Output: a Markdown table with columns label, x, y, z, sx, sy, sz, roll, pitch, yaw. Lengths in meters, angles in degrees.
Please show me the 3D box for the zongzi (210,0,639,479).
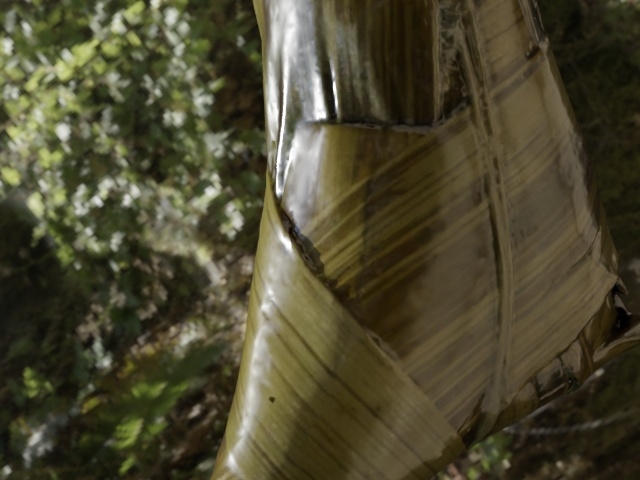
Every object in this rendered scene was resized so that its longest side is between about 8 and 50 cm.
| label | x | y | z | sx | sy | sz | roll | pitch | yaw |
| --- | --- | --- | --- | --- | --- | --- | --- | --- | --- |
| zongzi | 0.000 | 0.000 | 0.523 | 0.134 | 0.288 | 0.286 | 5 | 124 | 55 |
